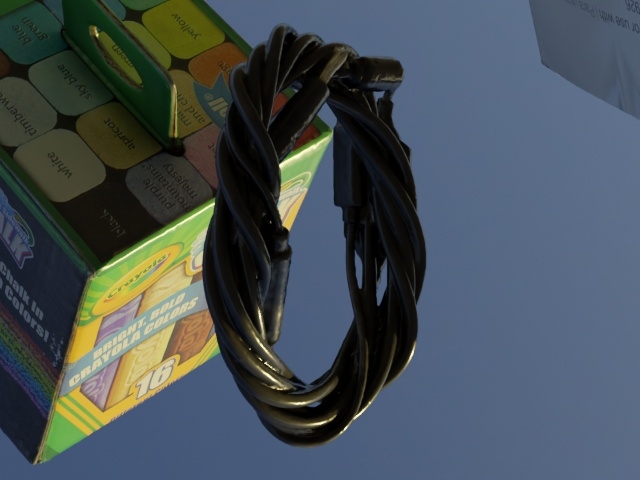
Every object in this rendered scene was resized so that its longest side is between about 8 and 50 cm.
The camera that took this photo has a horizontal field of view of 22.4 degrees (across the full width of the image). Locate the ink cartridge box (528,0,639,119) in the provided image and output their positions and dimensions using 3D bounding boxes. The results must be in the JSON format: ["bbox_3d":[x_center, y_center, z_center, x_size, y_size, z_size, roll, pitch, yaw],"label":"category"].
[{"bbox_3d":[0.114,-0.149,0.373,0.154,0.212,0.093,-20,-159,-9],"label":"ink cartridge box"}]

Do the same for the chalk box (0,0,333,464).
[{"bbox_3d":[-0.128,-0.039,0.936,0.179,0.289,0.180,-32,-109,-35],"label":"chalk box"}]

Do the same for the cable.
[{"bbox_3d":[0.000,0.000,0.716,0.047,0.185,0.150,4,176,28],"label":"cable"}]
